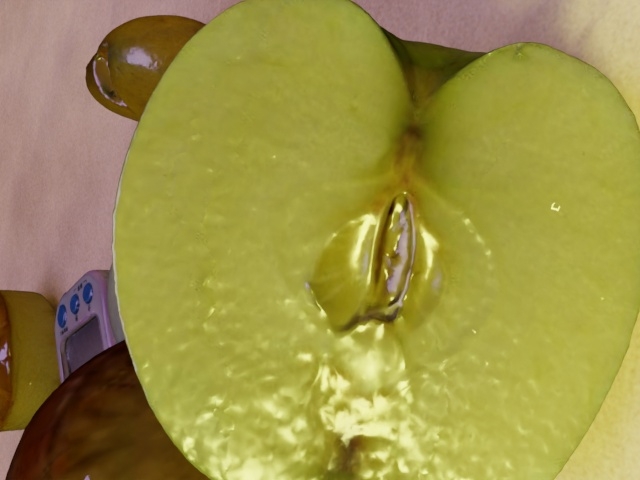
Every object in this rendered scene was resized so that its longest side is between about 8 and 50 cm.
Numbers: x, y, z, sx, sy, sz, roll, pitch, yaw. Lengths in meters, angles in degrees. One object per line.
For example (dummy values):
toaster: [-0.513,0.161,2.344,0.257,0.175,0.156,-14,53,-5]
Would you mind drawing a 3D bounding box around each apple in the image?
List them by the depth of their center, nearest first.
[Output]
apple: [0.037,0.018,0.627,0.320,0.311,0.360,12,88,38]

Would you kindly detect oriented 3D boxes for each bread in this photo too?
bread: [-0.565,0.214,1.547,0.270,0.148,0.270,-4,84,51]

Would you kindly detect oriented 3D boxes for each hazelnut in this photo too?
hazelnut: [-0.118,0.293,0.807,0.421,0.353,0.421,11,113,28]

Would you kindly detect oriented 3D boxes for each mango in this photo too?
mango: [-0.218,-0.217,1.128,0.262,0.167,0.130,-1,73,55]

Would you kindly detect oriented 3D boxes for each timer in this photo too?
timer: [-0.351,0.153,1.340,0.208,0.069,0.191,-32,64,45]

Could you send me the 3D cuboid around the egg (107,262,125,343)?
egg: [-0.156,0.052,1.007,0.183,0.183,0.217,-5,76,52]
